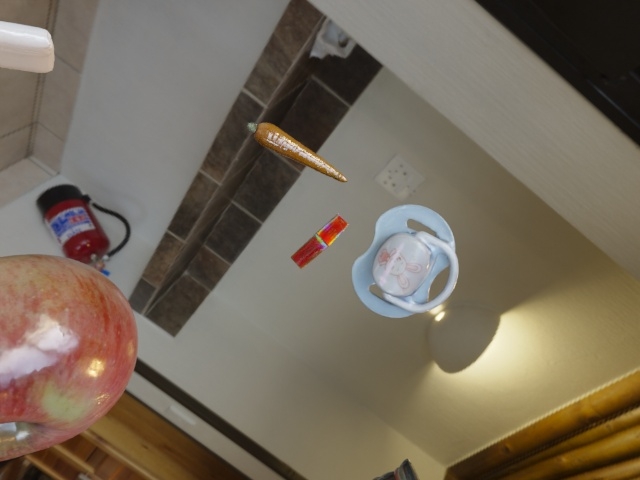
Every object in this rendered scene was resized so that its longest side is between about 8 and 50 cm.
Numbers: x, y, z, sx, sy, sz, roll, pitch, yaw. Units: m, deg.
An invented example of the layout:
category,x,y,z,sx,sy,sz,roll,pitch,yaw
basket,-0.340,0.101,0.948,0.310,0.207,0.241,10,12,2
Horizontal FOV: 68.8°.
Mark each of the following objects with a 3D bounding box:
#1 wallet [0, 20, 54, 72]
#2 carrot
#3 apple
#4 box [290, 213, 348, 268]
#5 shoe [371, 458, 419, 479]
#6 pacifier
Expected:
category,x,y,z,sx,sy,sz,roll,pitch,yaw
wallet,-0.429,-0.241,0.561,0.095,0.189,0.033,-15,-100,61
carrot,-0.063,-0.259,1.365,0.069,0.336,0.069,-59,-169,20
apple,-0.454,0.159,0.689,0.345,0.344,0.269,-47,-131,36
box,0.001,0.001,1.270,0.112,0.048,0.175,-41,-178,31
shoe,0.147,0.546,0.935,0.137,0.291,0.114,-21,-136,-6
pacifier,0.219,0.051,1.172,0.287,0.238,0.226,-66,173,14
